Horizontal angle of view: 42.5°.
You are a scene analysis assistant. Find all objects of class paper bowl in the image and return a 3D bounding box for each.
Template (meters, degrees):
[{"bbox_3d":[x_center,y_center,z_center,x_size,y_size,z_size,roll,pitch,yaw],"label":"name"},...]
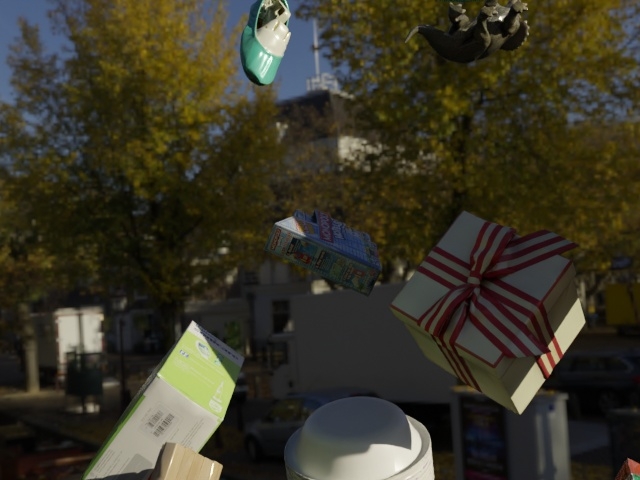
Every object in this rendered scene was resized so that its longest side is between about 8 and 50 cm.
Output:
[{"bbox_3d":[0.071,0.405,1.585,0.284,0.148,0.284,-6,17,2],"label":"paper bowl"}]

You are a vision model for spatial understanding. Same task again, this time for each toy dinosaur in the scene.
[{"bbox_3d":[0.309,-0.403,1.606,0.314,0.121,0.160,-31,-29,-20],"label":"toy dinosaur"}]

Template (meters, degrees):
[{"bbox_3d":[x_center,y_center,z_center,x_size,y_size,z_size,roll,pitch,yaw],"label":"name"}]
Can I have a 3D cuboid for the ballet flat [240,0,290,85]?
[{"bbox_3d":[-0.095,-0.383,1.506,0.083,0.247,0.087,33,-54,-28],"label":"ballet flat"}]

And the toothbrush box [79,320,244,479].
[{"bbox_3d":[-0.240,0.275,1.312,0.122,0.206,0.283,37,10,-4],"label":"toothbrush box"}]

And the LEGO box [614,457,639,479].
[{"bbox_3d":[0.401,0.610,1.110,0.193,0.500,0.372,27,12,10],"label":"LEGO box"}]

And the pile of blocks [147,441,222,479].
[{"bbox_3d":[-0.223,0.446,1.089,0.113,0.362,0.149,-3,-8,33],"label":"pile of blocks"}]

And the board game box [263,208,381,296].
[{"bbox_3d":[0.000,0.000,1.463,0.194,0.060,0.194,19,25,-12],"label":"board game box"}]

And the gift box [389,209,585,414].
[{"bbox_3d":[0.312,0.118,1.415,0.276,0.255,0.258,23,-19,36],"label":"gift box"}]
